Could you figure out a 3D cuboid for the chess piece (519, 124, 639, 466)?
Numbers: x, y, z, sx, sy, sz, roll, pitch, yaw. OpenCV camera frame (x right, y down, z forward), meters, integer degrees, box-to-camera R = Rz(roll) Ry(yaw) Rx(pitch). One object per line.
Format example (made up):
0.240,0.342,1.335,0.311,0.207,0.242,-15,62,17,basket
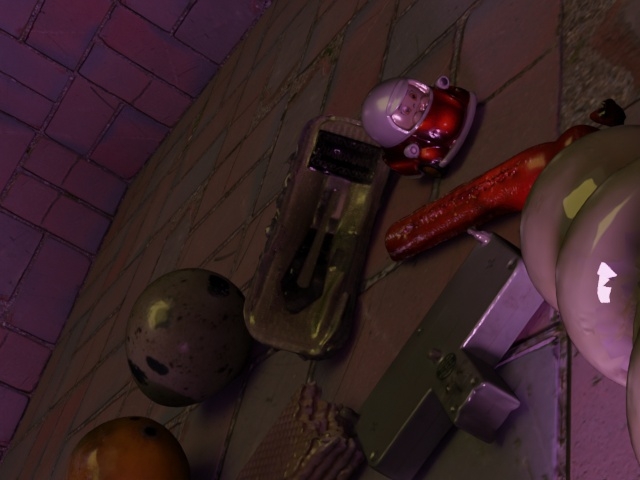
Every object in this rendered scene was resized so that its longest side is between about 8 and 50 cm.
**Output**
0.199,0.024,0.439,0.182,0.182,0.330,-56,15,12,chess piece

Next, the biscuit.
-0.045,0.261,0.845,0.238,0.062,0.108,-56,21,13,biscuit

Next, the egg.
-0.190,0.143,1.205,0.228,0.177,0.177,-59,17,33,egg

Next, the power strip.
0.107,0.103,0.692,0.215,0.061,0.145,-57,18,9,power strip

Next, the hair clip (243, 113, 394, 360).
0.000,0.000,1.040,0.091,0.139,0.321,93,-166,-61,hair clip

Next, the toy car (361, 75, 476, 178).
0.098,-0.137,0.983,0.139,0.112,0.112,-13,50,64,toy car

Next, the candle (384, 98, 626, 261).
0.155,-0.038,0.802,0.051,0.048,0.329,-56,13,-32,candle

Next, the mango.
-0.262,0.345,1.136,0.176,0.176,0.329,-45,-9,-28,mango
